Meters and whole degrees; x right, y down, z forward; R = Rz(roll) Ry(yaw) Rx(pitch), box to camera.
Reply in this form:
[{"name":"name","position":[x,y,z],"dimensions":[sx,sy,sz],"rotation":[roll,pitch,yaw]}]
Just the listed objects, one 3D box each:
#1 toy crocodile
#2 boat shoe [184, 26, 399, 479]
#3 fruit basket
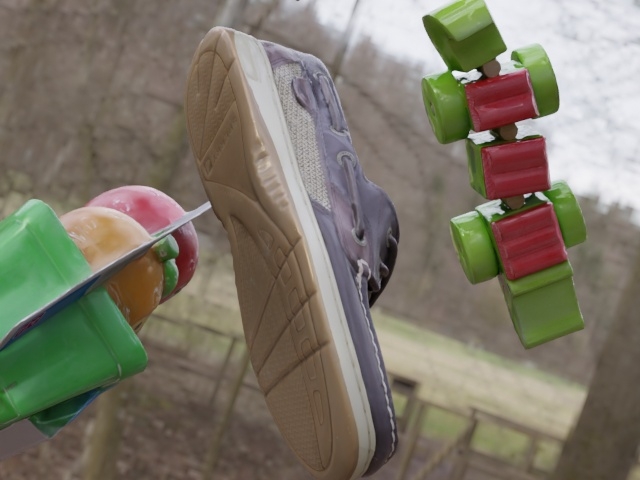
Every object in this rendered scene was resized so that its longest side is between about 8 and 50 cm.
[{"name":"toy crocodile","position":[0.168,-0.061,1.444],"dimensions":[0.115,0.340,0.105],"rotation":[-16,17,-4]},{"name":"boat shoe","position":[0.000,0.000,0.917],"dimensions":[0.092,0.285,0.103],"rotation":[-4,-32,-27]},{"name":"fruit basket","position":[-0.182,0.043,1.331],"dimensions":[0.353,0.165,0.327],"rotation":[-28,1,-41]}]
